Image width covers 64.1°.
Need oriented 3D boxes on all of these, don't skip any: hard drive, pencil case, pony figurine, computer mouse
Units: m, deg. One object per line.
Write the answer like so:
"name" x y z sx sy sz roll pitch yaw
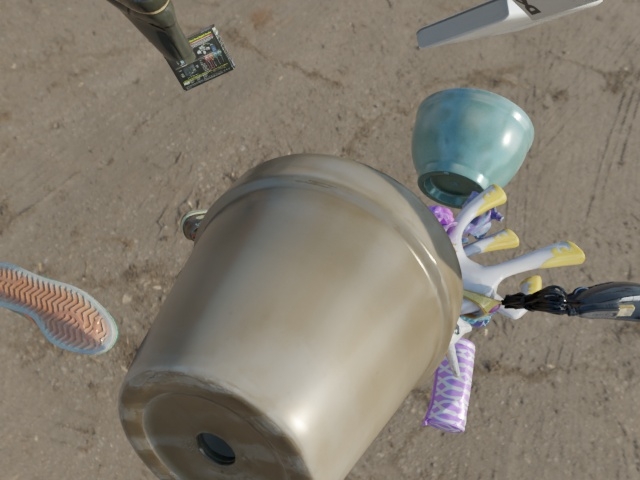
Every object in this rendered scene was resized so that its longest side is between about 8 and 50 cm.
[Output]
"hard drive" 0.365 -0.431 0.985 0.308 0.203 0.040 -22 105 -32
"pencil case" 0.277 0.304 1.095 0.088 0.086 0.206 21 60 -9
"pony figurine" 0.234 0.040 0.951 0.364 0.302 0.351 -30 58 -20
"computer mouse" 0.412 0.084 0.730 0.262 0.184 0.060 5 84 3

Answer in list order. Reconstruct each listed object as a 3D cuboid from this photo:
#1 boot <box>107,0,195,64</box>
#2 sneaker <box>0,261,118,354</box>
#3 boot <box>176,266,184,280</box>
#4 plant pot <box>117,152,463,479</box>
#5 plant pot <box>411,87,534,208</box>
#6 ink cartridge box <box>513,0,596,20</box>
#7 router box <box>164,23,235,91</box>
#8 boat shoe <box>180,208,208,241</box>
"boot" -0.286 -0.353 0.778 0.198 0.137 0.077 41 79 22
"sneaker" -0.502 0.132 0.993 0.302 0.121 0.108 25 78 15
"boot" -0.099 0.116 0.924 0.236 0.270 0.089 42 59 -37
"plant pot" -0.040 0.107 0.524 0.323 0.323 0.280 30 37 7
"plant pot" 0.349 -0.200 1.255 0.293 0.293 0.196 22 71 1
"ink cartridge box" 0.127 -0.188 0.280 0.109 0.209 0.062 32 94 -19
"router box" -0.253 -0.379 1.063 0.123 0.092 0.038 -21 36 9
"boat shoe" -0.197 -0.037 1.223 0.258 0.095 0.095 -15 25 -19
